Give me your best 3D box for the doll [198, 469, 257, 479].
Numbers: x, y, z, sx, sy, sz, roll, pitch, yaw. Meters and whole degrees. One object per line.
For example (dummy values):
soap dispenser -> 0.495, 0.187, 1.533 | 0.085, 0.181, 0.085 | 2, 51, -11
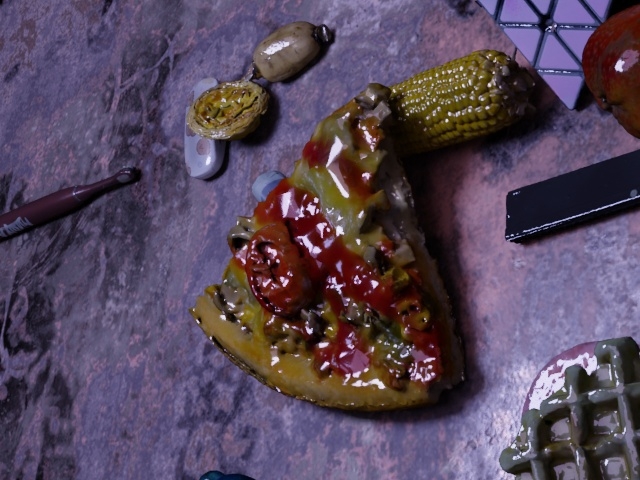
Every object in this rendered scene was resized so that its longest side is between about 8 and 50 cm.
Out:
doll -> -0.153, 0.410, 1.757 | 0.186, 0.198, 0.322 | 45, 96, 15

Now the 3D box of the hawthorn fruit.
hawthorn fruit -> 0.393, -0.209, 1.576 | 0.203, 0.162, 0.162 | -42, 47, 4

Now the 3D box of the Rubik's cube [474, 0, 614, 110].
Rubik's cube -> 0.309, -0.254, 1.649 | 0.178, 0.211, 0.190 | 173, 81, -74

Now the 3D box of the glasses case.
glasses case -> -0.172, -0.168, 2.147 | 0.063, 0.041, 0.164 | -20, 59, 37

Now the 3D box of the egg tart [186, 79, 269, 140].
egg tart -> -0.132, -0.184, 2.091 | 0.129, 0.049, 0.129 | -10, 44, 10

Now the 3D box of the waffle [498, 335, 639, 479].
waffle -> 0.310, 0.248, 1.329 | 0.309, 0.056, 0.292 | 41, 97, 28

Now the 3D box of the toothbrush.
toothbrush -> -0.431, -0.060, 2.341 | 0.364, 0.041, 0.041 | -19, 59, 36

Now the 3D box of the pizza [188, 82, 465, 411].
pizza -> 0.000, 0.000, 1.794 | 0.440, 0.130, 0.406 | 12, 98, 40

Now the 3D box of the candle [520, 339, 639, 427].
candle -> 0.346, 0.234, 1.420 | 0.287, 0.131, 0.317 | -29, 56, 28

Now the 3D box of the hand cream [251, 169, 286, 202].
hand cream -> -0.009, -0.010, 1.920 | 0.255, 0.048, 0.079 | 45, 109, 39

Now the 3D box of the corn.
corn -> 0.128, -0.163, 1.819 | 0.305, 0.106, 0.106 | -14, 62, 39

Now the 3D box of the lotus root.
lotus root -> -0.055, -0.271, 2.069 | 0.152, 0.063, 0.072 | -31, 63, 20

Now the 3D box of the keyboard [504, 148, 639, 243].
keyboard -> 0.314, -0.055, 1.656 | 0.231, 0.023, 0.072 | -19, 52, 36
